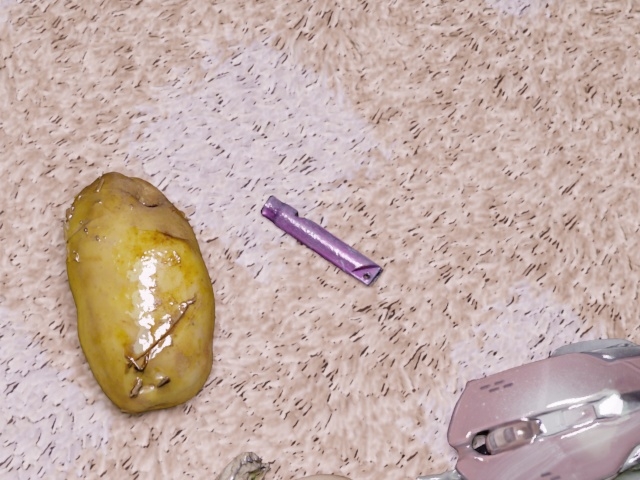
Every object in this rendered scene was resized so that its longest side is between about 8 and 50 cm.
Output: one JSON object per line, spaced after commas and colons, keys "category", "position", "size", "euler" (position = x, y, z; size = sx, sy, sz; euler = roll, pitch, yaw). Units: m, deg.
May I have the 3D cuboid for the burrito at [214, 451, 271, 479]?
{"category": "burrito", "position": [-0.136, 0.351, 1.827], "size": [0.058, 0.063, 0.229], "euler": [39, 73, -16]}

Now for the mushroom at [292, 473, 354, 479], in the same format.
{"category": "mushroom", "position": [-0.018, 0.389, 1.756], "size": [0.234, 0.254, 0.260], "euler": [20, 94, 48]}

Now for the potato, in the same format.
{"category": "potato", "position": [-0.220, 0.057, 1.871], "size": [0.173, 0.140, 0.300], "euler": [-13, 78, -1]}

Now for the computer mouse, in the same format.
{"category": "computer mouse", "position": [0.299, 0.219, 1.851], "size": [0.389, 0.115, 0.199], "euler": [-15, 71, -6]}

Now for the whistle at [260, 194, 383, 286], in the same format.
{"category": "whistle", "position": [0.000, 0.000, 1.949], "size": [0.176, 0.033, 0.033], "euler": [34, 76, 8]}
